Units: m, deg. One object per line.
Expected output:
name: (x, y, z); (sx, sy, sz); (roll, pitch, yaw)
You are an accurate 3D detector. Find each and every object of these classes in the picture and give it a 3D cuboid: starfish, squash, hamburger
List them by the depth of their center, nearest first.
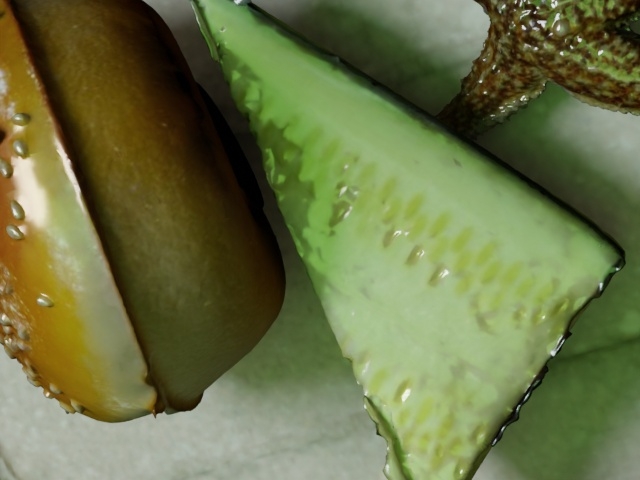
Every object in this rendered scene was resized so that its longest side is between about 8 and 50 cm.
starfish: (0.107, -0.108, 0.900); (0.213, 0.057, 0.238); (44, 113, 12)
hamburger: (-0.106, -0.016, 0.913); (0.147, 0.237, 0.237); (-26, 94, 0)
squash: (0.000, 0.000, 0.937); (0.252, 0.093, 0.169); (33, 100, 3)
